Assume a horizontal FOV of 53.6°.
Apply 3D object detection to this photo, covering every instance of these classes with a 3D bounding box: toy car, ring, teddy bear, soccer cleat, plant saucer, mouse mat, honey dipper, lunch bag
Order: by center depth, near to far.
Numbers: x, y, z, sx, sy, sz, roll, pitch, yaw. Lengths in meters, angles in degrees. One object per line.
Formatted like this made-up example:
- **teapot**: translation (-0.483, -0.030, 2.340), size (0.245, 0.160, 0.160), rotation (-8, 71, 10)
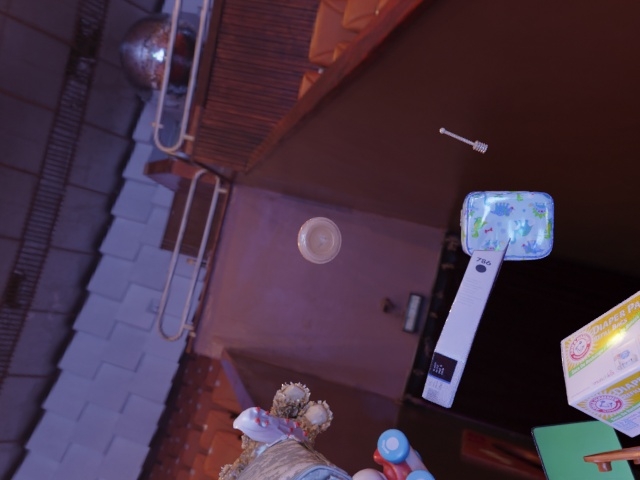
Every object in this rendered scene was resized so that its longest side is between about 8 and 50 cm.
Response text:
- **ring**: translation (0.601, 0.340, 1.020), size (0.336, 0.336, 0.032), rotation (63, -162, -70)
- **plant saucer**: translation (0.000, 0.000, 1.126), size (0.013, 0.083, 0.084), rotation (2, 76, 66)
- **lunch bag**: translation (-0.056, 0.500, 1.143), size (0.256, 0.212, 0.305), rotation (-60, 9, -14)
- **mouse mat**: translation (0.552, 0.456, 1.333), size (0.007, 0.189, 0.153), rotation (99, 165, -54)
- **soccer cleat**: translation (-0.107, 0.431, 1.429), size (0.196, 0.076, 0.068), rotation (37, -144, -29)
- **toy car**: translation (0.155, 0.602, 1.499), size (0.238, 0.210, 0.219), rotation (-35, -35, -3)
- **teddy bear**: translation (-0.106, 0.517, 1.574), size (0.338, 0.245, 0.113), rotation (-68, -26, -15)
- **lunch bag**: translation (0.461, -0.035, 1.577), size (0.090, 0.218, 0.176), rotation (-38, -53, -84)
- **honey dipper**: translation (0.453, -0.321, 2.019), size (0.030, 0.160, 0.031), rotation (-158, 90, -86)

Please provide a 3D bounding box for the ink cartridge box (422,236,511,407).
- **ink cartridge box**: translation (0.289, 0.146, 1.245), size (0.333, 0.065, 0.165), rotation (-56, -23, -39)

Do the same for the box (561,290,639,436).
- **box**: translation (0.412, 0.141, 0.779), size (0.203, 0.114, 0.103), rotation (-50, 17, 42)
